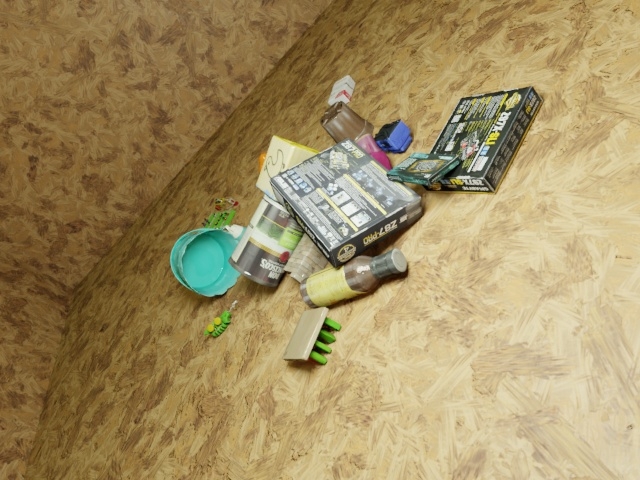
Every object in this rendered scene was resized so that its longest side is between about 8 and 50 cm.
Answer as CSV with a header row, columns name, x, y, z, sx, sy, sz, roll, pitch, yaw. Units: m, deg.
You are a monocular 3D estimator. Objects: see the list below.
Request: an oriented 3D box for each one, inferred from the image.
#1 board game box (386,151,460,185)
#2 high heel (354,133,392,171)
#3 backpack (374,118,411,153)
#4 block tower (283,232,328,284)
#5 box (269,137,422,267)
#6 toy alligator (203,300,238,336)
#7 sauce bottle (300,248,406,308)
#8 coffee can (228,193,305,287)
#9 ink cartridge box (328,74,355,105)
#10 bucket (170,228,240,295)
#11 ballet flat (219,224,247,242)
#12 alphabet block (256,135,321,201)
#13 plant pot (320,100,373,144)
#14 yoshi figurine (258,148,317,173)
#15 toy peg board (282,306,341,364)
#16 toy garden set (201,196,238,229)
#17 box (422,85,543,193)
name,x,y,z,sx,sy,sz,roll,pitch,yaw
board game box,0.291,-0.207,1.482,0.126,0.026,0.186,-37,27,-19
high heel,0.098,-0.201,1.867,0.377,0.127,0.181,-44,62,43
backpack,0.249,-0.354,1.812,0.098,0.101,0.120,-50,25,-14
block tower,0.000,0.000,1.774,0.097,0.091,0.336,7,62,56
box,0.068,-0.134,1.597,0.318,0.097,0.395,-31,49,-12
toy alligator,-0.369,0.311,1.974,0.189,0.056,0.051,-44,73,9
sauce bottle,0.092,0.110,1.514,0.344,0.111,0.111,-24,40,39
coffee can,-0.177,-0.001,1.847,0.275,0.201,0.201,-61,30,7
ink cartridge box,0.100,-0.689,2.412,0.099,0.056,0.135,-18,44,42
bucket,-0.478,0.087,2.156,0.183,0.281,0.281,0,57,56
ballet flat,-0.388,-0.032,2.325,0.247,0.087,0.083,1,58,53
alphabet block,-0.086,-0.236,1.827,0.192,0.193,0.197,37,110,54
plant pot,0.096,-0.454,2.060,0.167,0.165,0.167,-34,34,27
yoshi figurine,-0.095,-0.305,2.119,0.203,0.203,0.362,-41,37,-21
toy peg board,-0.021,0.291,1.524,0.160,0.079,0.161,-26,35,61
toy garden set,-0.513,-0.146,2.651,0.244,0.049,0.204,-4,54,51
box,0.452,-0.286,1.496,0.257,0.079,0.322,10,66,54
